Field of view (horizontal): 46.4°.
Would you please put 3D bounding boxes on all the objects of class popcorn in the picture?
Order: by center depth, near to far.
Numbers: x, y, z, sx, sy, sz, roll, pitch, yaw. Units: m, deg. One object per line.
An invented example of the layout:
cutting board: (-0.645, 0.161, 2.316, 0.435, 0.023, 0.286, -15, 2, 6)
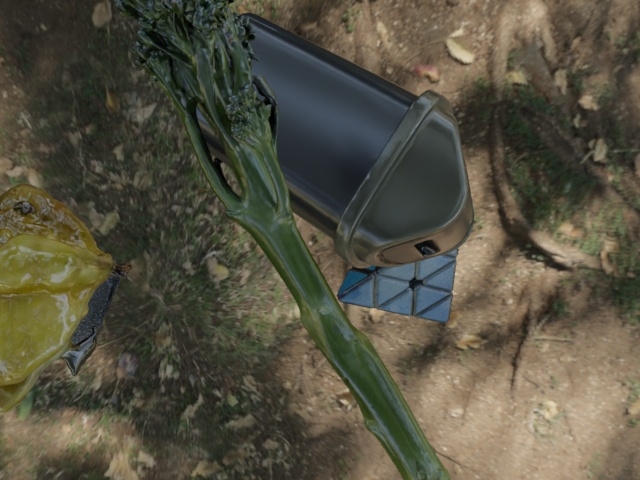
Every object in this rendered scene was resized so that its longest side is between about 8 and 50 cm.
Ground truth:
popcorn: (-0.419, 0.071, 1.002, 0.280, 0.297, 0.316, 23, 108, -9)

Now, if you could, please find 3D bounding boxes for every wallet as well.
wallet: (-0.548, 0.134, 1.516, 0.220, 0.071, 0.262, 18, 121, -23)

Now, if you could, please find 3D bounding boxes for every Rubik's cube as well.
Rubik's cube: (0.111, 0.075, 1.134, 0.178, 0.211, 0.191, -27, 103, -21)

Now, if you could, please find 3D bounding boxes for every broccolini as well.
broccolini: (-0.004, 0.003, 0.478, 0.078, 0.074, 0.392, -31, 98, 2)

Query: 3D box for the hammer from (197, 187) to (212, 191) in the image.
hammer: (-0.226, -0.106, 1.551, 0.014, 0.123, 0.029, -12, 99, -32)

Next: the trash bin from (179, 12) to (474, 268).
trash bin: (0.022, -0.090, 0.756, 0.290, 0.209, 0.182, 33, 92, 15)
